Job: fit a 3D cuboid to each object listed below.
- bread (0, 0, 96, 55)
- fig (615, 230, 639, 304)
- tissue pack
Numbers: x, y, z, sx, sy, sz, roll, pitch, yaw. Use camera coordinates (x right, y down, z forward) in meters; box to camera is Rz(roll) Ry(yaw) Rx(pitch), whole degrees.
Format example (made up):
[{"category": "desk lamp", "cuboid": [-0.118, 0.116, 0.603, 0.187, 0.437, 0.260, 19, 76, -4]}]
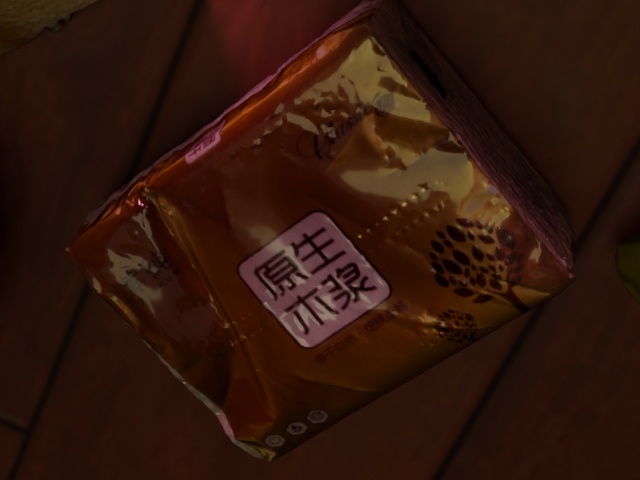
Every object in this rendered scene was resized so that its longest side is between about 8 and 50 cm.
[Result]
[{"category": "bread", "cuboid": [-0.219, -0.193, 0.712, 0.240, 0.135, 0.178, -23, 77, 22]}, {"category": "fig", "cuboid": [0.276, 0.039, 0.662, 0.234, 0.167, 0.167, -2, 117, 3]}, {"category": "tissue pack", "cuboid": [0.000, 0.000, 0.736, 0.226, 0.092, 0.183, -34, 106, 22]}]
